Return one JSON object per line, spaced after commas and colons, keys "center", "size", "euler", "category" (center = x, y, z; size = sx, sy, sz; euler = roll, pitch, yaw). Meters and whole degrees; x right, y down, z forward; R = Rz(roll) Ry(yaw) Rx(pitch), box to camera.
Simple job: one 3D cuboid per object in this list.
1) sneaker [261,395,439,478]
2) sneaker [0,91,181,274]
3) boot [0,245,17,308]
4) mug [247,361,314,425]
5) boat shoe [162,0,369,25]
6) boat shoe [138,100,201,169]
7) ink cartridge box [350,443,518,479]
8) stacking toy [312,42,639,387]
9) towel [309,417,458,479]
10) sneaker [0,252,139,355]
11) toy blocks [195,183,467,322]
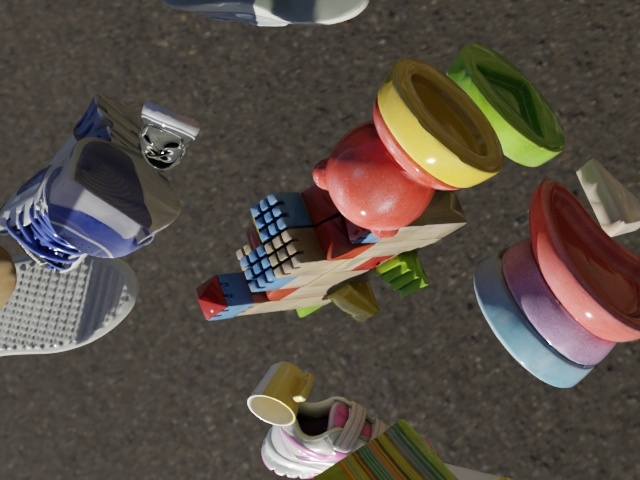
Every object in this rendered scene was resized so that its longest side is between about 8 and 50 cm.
{"center": [0.043, 0.283, 1.607], "size": [0.252, 0.103, 0.111], "euler": [7, 131, 3], "category": "sneaker"}
{"center": [-0.252, -0.027, 1.211], "size": [0.127, 0.315, 0.182], "euler": [38, 102, -19], "category": "sneaker"}
{"center": [-0.348, -0.008, 0.693], "size": [0.104, 0.295, 0.211], "euler": [92, 158, -44], "category": "boot"}
{"center": [-0.042, 0.185, 1.407], "size": [0.078, 0.064, 0.062], "euler": [9, 139, 21], "category": "mug"}
{"center": [-0.050, -0.251, 1.130], "size": [0.228, 0.081, 0.079], "euler": [8, 95, 22], "category": "boat shoe"}
{"center": [-0.129, -0.084, 0.963], "size": [0.049, 0.142, 0.040], "euler": [21, 85, -5], "category": "boat shoe"}
{"center": [0.149, 0.397, 1.281], "size": [0.385, 0.279, 0.160], "euler": [7, 116, 33], "category": "ink cartridge box"}
{"center": [0.155, -0.025, 1.021], "size": [0.309, 0.279, 0.130], "euler": [47, 119, -2], "category": "stacking toy"}
{"center": [0.017, 0.266, 1.120], "size": [0.102, 0.237, 0.021], "euler": [42, 152, 40], "category": "towel"}
{"center": [-0.399, 0.077, 1.488], "size": [0.366, 0.150, 0.135], "euler": [-14, 107, 9], "category": "sneaker"}
{"center": [0.000, 0.000, 1.534], "size": [0.381, 0.261, 0.190], "euler": [-32, 71, 38], "category": "toy blocks"}
